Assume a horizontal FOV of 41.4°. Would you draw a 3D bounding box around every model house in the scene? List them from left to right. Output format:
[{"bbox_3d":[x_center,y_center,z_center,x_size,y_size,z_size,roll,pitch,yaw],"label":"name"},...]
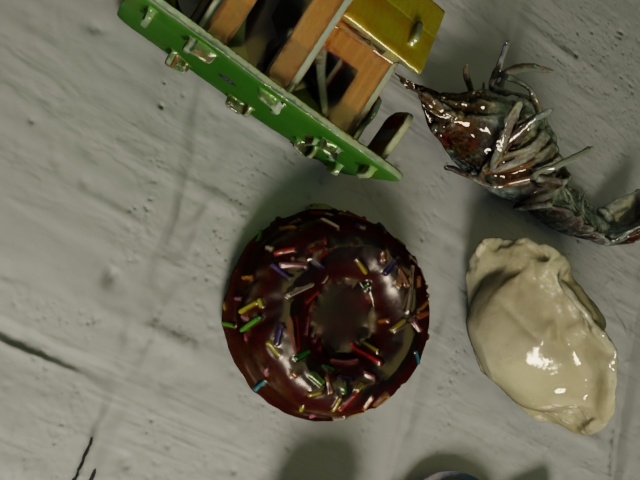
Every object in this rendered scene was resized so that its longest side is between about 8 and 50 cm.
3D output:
[{"bbox_3d":[0.028,-0.261,0.788,0.300,0.340,0.324,33,86,-18],"label":"model house"}]

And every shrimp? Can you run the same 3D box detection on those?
[{"bbox_3d":[0.271,-0.104,1.065,0.410,0.166,0.221,41,27,-32],"label":"shrimp"}]

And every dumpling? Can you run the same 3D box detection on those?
[{"bbox_3d":[0.264,0.110,0.978,0.147,0.193,0.258,-24,95,-29],"label":"dumpling"}]

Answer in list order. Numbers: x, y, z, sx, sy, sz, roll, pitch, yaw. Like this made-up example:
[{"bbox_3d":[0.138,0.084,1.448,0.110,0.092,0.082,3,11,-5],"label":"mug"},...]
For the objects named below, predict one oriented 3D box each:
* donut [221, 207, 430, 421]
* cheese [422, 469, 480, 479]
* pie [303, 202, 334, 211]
[{"bbox_3d":[0.017,0.075,0.887,0.235,0.089,0.235,2,85,-24],"label":"donut"},{"bbox_3d":[0.179,0.331,0.957,0.244,0.052,0.135,11,73,-29],"label":"cheese"},{"bbox_3d":[0.000,0.000,0.947,0.084,0.020,0.085,6,77,-29],"label":"pie"}]
